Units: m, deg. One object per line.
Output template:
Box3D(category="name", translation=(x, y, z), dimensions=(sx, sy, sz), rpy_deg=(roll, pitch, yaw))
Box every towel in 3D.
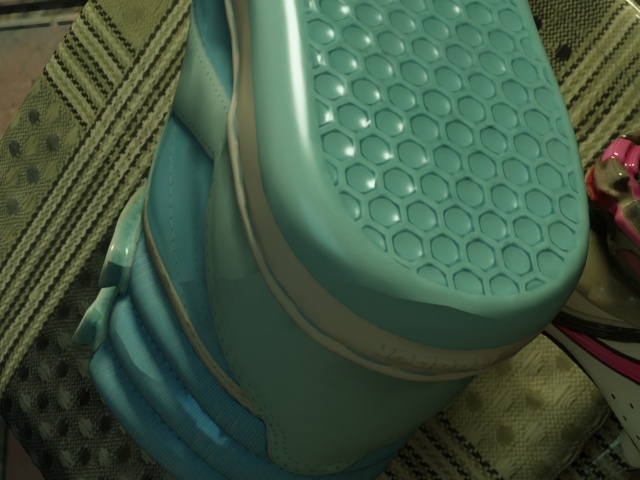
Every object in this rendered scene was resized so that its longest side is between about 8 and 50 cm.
Box3D(category="towel", translation=(0.000, 0.000, 0.758), dimensions=(0.324, 0.056, 0.312), rpy_deg=(-54, 55, 20))

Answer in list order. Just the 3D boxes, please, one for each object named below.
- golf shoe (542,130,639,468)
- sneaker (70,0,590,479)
Box3D(category="golf shoe", translation=(0.138, 0.051, 0.610), dimensions=(0.186, 0.067, 0.086), rpy_deg=(42, 127, 0))
Box3D(category="sneaker", translation=(-0.017, -0.052, 0.670), dimensions=(0.208, 0.127, 0.319), rpy_deg=(123, 154, -46))
